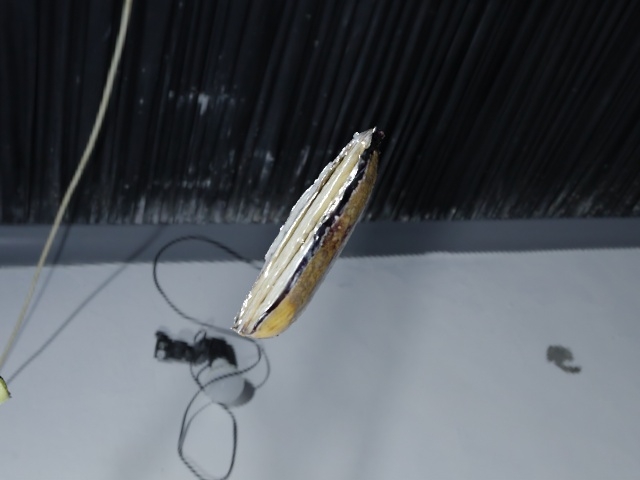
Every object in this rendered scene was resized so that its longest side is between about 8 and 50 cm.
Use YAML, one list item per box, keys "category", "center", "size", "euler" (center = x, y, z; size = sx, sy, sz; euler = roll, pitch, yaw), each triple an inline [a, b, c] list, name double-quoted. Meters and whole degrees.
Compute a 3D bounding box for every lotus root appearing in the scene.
- category: "lotus root"
  center: [0.001, -0.001, 1.183]
  size: [0.078, 0.329, 0.167]
  euler: [34, -5, -19]

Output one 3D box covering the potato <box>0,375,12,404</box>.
- category: "potato"
  center: [-0.414, 0.106, 0.869]
  size: [0.111, 0.160, 0.272]
  euler: [-37, 25, -24]
